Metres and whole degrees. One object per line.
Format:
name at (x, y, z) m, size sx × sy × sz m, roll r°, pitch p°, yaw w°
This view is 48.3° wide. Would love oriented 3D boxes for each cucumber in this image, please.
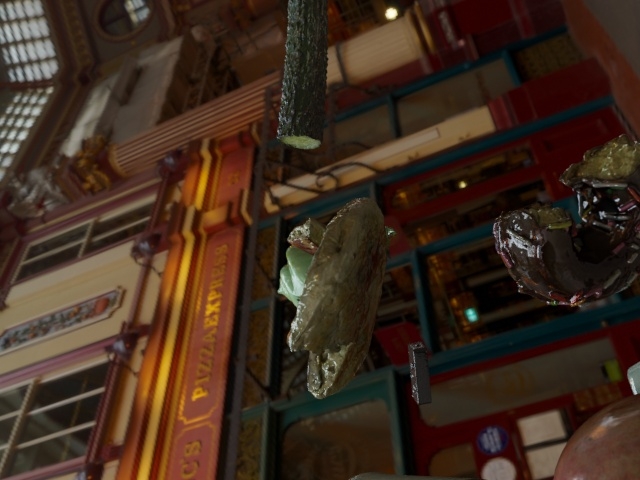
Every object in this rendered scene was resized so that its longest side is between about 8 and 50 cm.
cucumber at (-0.030, -0.368, 1.435) m, size 0.096 × 0.096 × 0.359 m, roll 24°, pitch -111°, yaw -68°

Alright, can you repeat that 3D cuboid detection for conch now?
conch at (0.031, 0.061, 1.420) m, size 0.143 × 0.251 × 0.137 m, roll -35°, pitch -66°, yaw -72°

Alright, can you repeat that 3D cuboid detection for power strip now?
power strip at (0.177, 0.238, 1.276) m, size 0.038 × 0.029 × 0.111 m, roll -130°, pitch 32°, yaw -73°

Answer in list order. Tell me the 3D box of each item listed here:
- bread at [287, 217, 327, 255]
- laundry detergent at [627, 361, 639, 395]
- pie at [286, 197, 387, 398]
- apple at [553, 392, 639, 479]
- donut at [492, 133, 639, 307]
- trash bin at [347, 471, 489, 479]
bread at (0.016, 0.012, 1.285) m, size 0.136 × 0.054 × 0.154 m, roll 32°, pitch 172°, yaw -8°
laundry detergent at (0.726, 0.230, 1.284) m, size 0.215 × 0.280 × 0.105 m, roll 26°, pitch -139°, yaw -31°
pie at (0.042, 0.079, 1.103) m, size 0.337 × 0.075 × 0.337 m, roll 15°, pitch -90°, yaw -72°
apple at (0.480, 0.341, 0.924) m, size 0.345 × 0.269 × 0.344 m, roll 25°, pitch -148°, yaw -17°
donut at (0.487, -0.008, 1.293) m, size 0.136 × 0.345 × 0.259 m, roll 30°, pitch 147°, yaw 63°
trash bin at (0.187, 0.603, 1.417) m, size 0.280 × 0.432 × 0.280 m, roll 10°, pitch -112°, yaw -26°
